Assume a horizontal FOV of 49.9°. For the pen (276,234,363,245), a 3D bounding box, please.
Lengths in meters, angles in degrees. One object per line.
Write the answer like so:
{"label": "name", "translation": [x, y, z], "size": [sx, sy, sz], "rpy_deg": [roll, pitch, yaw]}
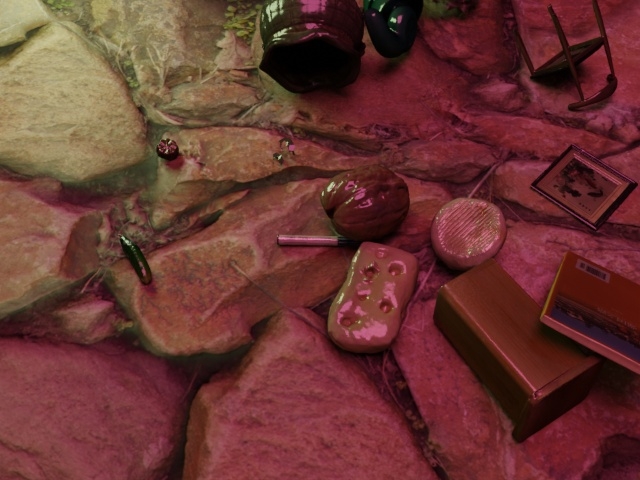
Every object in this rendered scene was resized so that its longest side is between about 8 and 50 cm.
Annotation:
{"label": "pen", "translation": [0.000, 0.000, 1.619], "size": [0.204, 0.025, 0.025], "rpy_deg": [1, 57, 0]}

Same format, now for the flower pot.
{"label": "flower pot", "translation": [-0.022, -0.532, 1.827], "size": [0.301, 0.302, 0.213], "rpy_deg": [2, 70, 2]}

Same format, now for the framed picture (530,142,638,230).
{"label": "framed picture", "translation": [0.654, -0.136, 1.712], "size": [0.195, 0.010, 0.199], "rpy_deg": [39, 66, 22]}

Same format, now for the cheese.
{"label": "cheese", "translation": [0.114, 0.124, 1.499], "size": [0.159, 0.093, 0.263], "rpy_deg": [16, 59, 12]}

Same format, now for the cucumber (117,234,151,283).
{"label": "cucumber", "translation": [-0.427, 0.036, 1.589], "size": [0.037, 0.037, 0.155], "rpy_deg": [-29, 62, -17]}

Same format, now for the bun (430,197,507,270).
{"label": "bun", "translation": [0.342, -0.007, 1.577], "size": [0.183, 0.102, 0.183], "rpy_deg": [-10, 58, 16]}

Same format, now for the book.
{"label": "book", "translation": [0.598, 0.145, 1.399], "size": [0.262, 0.028, 0.374], "rpy_deg": [30, 29, 14]}

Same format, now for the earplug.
{"label": "earplug", "translation": [0.182, -0.626, 1.925], "size": [0.257, 0.164, 0.280], "rpy_deg": [-14, 52, -23]}

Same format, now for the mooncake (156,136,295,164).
{"label": "mooncake", "translation": [-0.241, -0.227, 1.755], "size": [0.346, 0.057, 0.150], "rpy_deg": [-15, 71, -2]}

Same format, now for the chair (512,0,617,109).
{"label": "chair", "translation": [0.675, -0.502, 1.871], "size": [0.188, 0.166, 0.272], "rpy_deg": [-36, 106, -21]}

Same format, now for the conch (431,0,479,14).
{"label": "conch", "translation": [0.371, -0.773, 2.016], "size": [0.186, 0.313, 0.241], "rpy_deg": [-26, 85, 30]}

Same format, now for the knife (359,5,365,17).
{"label": "knife", "translation": [0.112, -0.662, 2.047], "size": [0.045, 0.021, 0.222], "rpy_deg": [27, 62, 20]}

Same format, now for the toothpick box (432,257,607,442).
{"label": "toothpick box", "translation": [0.385, 0.208, 1.398], "size": [0.187, 0.190, 0.308], "rpy_deg": [-28, 56, -16]}

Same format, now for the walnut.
{"label": "walnut", "translation": [0.113, -0.089, 1.594], "size": [0.230, 0.178, 0.178], "rpy_deg": [-23, 58, -35]}
